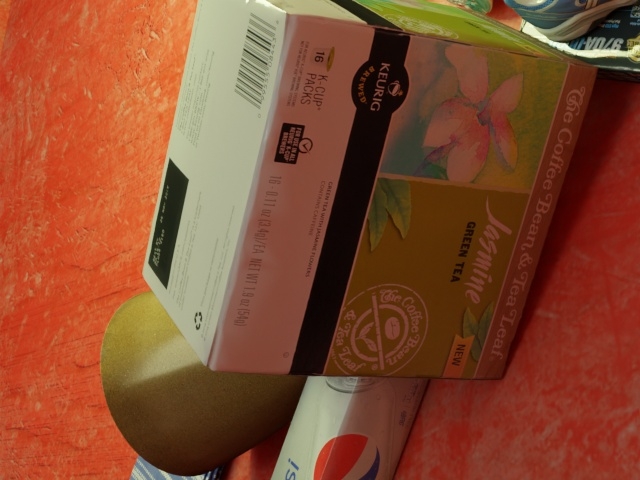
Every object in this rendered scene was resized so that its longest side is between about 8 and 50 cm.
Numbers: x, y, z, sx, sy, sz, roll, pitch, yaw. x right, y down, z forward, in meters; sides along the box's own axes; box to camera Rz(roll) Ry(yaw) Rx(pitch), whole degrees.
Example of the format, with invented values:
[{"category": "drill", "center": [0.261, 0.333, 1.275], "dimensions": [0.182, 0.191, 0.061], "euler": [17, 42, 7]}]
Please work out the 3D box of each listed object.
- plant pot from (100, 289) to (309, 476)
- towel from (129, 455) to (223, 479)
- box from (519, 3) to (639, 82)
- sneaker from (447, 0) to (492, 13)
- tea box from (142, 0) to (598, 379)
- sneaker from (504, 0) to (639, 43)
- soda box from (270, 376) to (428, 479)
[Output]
[{"category": "plant pot", "center": [-0.087, 0.137, 1.491], "dimensions": [0.254, 0.237, 0.237], "euler": [-23, 56, 37]}, {"category": "towel", "center": [-0.207, 0.351, 1.746], "dimensions": [0.243, 0.040, 0.336], "euler": [24, 95, 61]}, {"category": "box", "center": [0.286, -0.240, 1.196], "dimensions": [0.220, 0.051, 0.175], "euler": [19, 93, 60]}, {"category": "sneaker", "center": [0.164, -0.311, 1.440], "dimensions": [0.076, 0.065, 0.166], "euler": [-53, 36, 2]}, {"category": "tea box", "center": [0.036, -0.061, 1.207], "dimensions": [0.220, 0.323, 0.329], "euler": [43, 125, 56]}, {"category": "sneaker", "center": [0.251, -0.247, 1.124], "dimensions": [0.211, 0.081, 0.080], "euler": [-35, 47, 45]}, {"category": "soda box", "center": [0.022, 0.228, 1.364], "dimensions": [0.098, 0.091, 0.286], "euler": [31, 102, 58]}]
